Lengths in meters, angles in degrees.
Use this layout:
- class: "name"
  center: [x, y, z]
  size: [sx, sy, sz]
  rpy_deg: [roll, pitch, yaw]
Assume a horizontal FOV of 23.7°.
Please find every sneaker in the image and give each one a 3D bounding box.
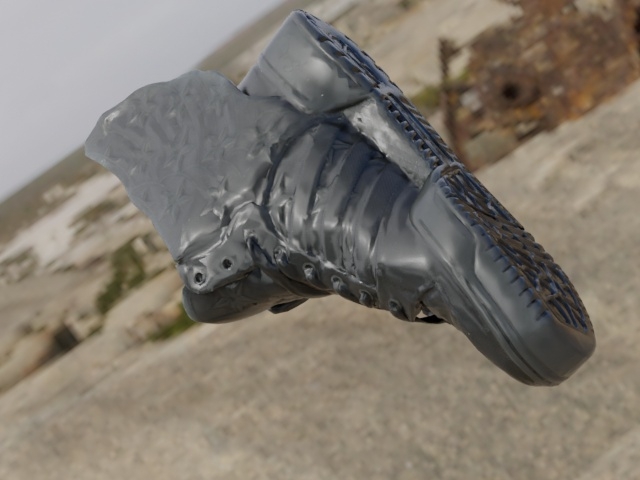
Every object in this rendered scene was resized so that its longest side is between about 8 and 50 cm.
- class: "sneaker"
  center: [-0.001, -0.001, 0.436]
  size: [0.089, 0.170, 0.051]
  rpy_deg: [-47, -35, 15]
